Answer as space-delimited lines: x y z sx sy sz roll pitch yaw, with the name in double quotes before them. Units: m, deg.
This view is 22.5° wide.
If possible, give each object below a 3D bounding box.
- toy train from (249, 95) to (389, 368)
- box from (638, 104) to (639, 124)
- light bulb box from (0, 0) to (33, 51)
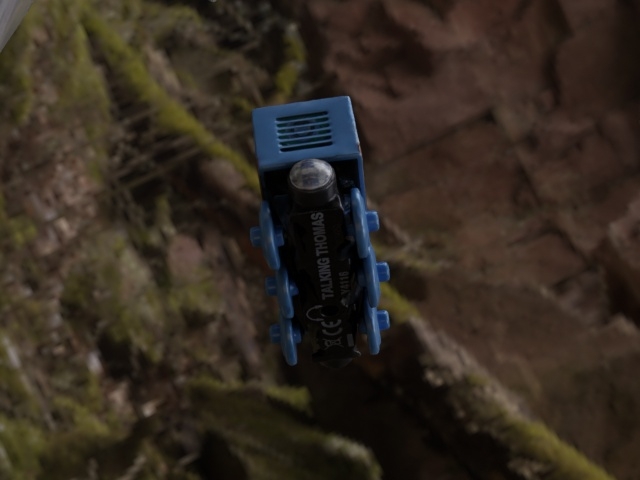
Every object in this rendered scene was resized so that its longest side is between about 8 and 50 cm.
"toy train" 0.000 0.000 1.008 0.184 0.080 0.105 81 2 -50
"box" 0.385 -0.229 1.126 0.182 0.294 0.296 82 18 -48
"light bulb box" -0.234 -0.289 0.622 0.225 0.361 0.357 -94 -152 -70
